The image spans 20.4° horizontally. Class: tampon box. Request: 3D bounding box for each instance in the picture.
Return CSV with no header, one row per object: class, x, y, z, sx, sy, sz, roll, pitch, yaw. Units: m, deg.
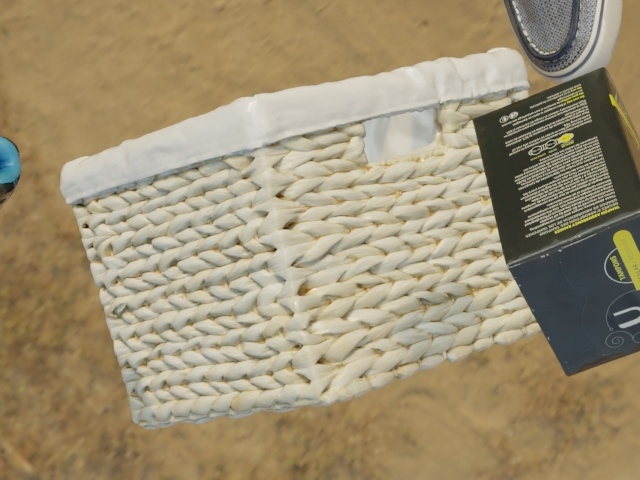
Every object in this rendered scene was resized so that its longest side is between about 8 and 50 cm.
tampon box,0.182,-0.014,1.215,0.101,0.161,0.120,-22,130,14

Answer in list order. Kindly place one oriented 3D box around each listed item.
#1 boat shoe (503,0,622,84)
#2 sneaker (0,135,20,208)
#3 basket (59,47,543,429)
boat shoe,0.175,-0.314,1.666,0.127,0.158,0.340,-25,67,40
sneaker,-0.386,-0.084,1.333,0.140,0.341,0.125,-29,56,39
basket,0.000,0.000,1.609,0.331,0.328,0.266,-16,88,52
